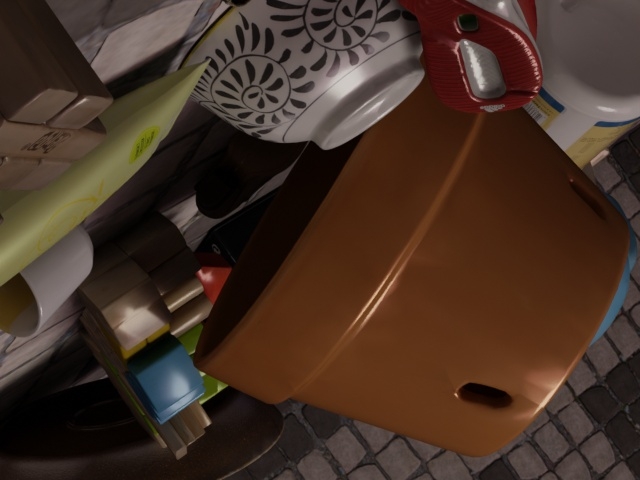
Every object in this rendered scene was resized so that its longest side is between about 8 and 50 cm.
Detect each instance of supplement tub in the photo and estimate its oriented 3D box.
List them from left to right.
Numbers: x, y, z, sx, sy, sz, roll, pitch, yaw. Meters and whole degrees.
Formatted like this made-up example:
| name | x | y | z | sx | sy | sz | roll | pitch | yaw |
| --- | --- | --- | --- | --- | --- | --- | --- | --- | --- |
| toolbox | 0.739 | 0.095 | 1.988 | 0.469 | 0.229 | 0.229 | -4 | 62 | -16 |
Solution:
| name | x | y | z | sx | sy | sz | roll | pitch | yaw |
| --- | --- | --- | --- | --- | --- | --- | --- | --- | --- |
| supplement tub | 0.206 | -0.135 | 1.452 | 0.144 | 0.144 | 0.200 | -32 | 172 | -31 |

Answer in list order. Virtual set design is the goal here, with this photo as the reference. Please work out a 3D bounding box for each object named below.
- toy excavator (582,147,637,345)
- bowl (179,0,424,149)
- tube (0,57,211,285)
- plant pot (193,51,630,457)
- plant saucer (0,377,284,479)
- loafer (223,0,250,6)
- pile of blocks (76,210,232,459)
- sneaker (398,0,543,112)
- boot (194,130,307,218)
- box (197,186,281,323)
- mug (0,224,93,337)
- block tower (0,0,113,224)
| name | x | y | z | sx | sy | sz | roll | pitch | yaw |
| --- | --- | --- | --- | --- | --- | --- | --- | --- | --- |
| toy excavator | 0.247 | -0.034 | 1.870 | 0.222 | 0.433 | 0.445 | -39 | 145 | 23 |
| bowl | 0.008 | -0.105 | 0.938 | 0.170 | 0.080 | 0.170 | -36 | 172 | -6 |
| tube | -0.153 | -0.017 | 0.839 | 0.070 | 0.062 | 0.240 | 15 | -138 | 43 |
| plant pot | 0.072 | 0.015 | 1.122 | 0.291 | 0.203 | 0.291 | -55 | -172 | 12 |
| plant saucer | -0.190 | 0.180 | 1.524 | 0.310 | 0.050 | 0.310 | -11 | -169 | 2 |
| loafer | -0.012 | -0.149 | 0.660 | 0.056 | 0.050 | 0.148 | -30 | 171 | -42 |
| pile of blocks | -0.110 | 0.076 | 1.286 | 0.112 | 0.149 | 0.362 | -35 | 173 | -12 |
| sneaker | 0.076 | -0.180 | 0.871 | 0.087 | 0.128 | 0.221 | -2 | 146 | 6 |
| boot | -0.045 | -0.059 | 1.179 | 0.118 | 0.042 | 0.087 | -37 | 180 | 10 |
| box | 0.000 | 0.000 | 1.539 | 0.261 | 0.103 | 0.184 | -33 | 175 | -28 |
| mug | -0.175 | 0.012 | 0.974 | 0.064 | 0.078 | 0.062 | -42 | 146 | -41 |
| block tower | -0.225 | 0.020 | 0.569 | 0.335 | 0.097 | 0.091 | -37 | 173 | 12 |
